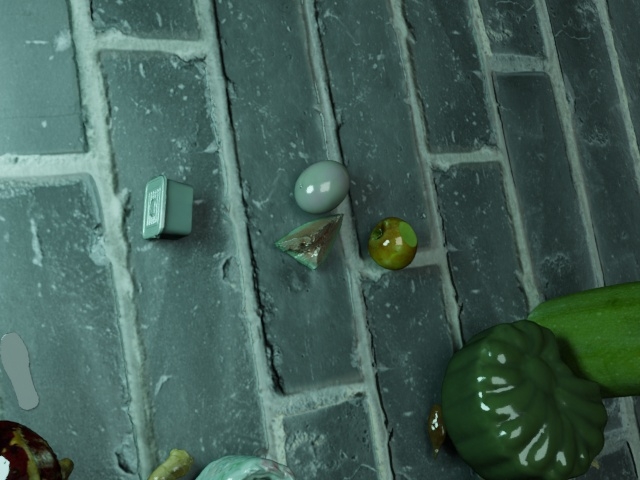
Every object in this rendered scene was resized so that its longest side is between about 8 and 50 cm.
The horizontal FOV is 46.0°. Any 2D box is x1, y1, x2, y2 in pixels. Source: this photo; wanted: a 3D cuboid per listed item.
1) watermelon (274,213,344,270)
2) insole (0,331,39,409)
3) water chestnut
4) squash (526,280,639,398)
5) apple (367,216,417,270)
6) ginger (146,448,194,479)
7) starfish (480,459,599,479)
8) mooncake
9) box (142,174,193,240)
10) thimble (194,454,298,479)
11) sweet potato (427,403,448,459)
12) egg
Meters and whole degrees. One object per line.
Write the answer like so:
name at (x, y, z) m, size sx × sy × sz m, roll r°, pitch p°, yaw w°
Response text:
watermelon at (-0.004, -0.001, 1.570) m, size 0.101 × 0.080 × 0.155 m, roll 58°, pitch 44°, yaw -16°
insole at (-0.510, 0.221, 1.278) m, size 0.045 × 0.002 × 0.135 m, roll -18°, pitch 88°, yaw -29°
water chestnut at (-0.494, 0.389, 1.132) m, size 0.238 × 0.224 × 0.223 m, roll -10°, pitch 84°, yaw -15°
squash at (0.685, 0.228, 1.714) m, size 0.263 × 0.384 × 0.263 m, roll 7°, pitch 74°, yaw -27°
apple at (0.157, 0.009, 1.636) m, size 0.102 × 0.099 × 0.114 m, roll 37°, pitch 39°, yaw -27°
ginger at (-0.275, 0.445, 1.321) m, size 0.096 × 0.067 × 0.165 m, roll 42°, pitch 61°, yaw 10°
starfish at (0.455, 0.533, 1.689) m, size 0.301 × 0.084 × 0.293 m, roll 42°, pitch 59°, yaw -7°
mooncake at (0.431, 0.350, 1.605) m, size 0.351 × 0.187 × 0.351 m, roll 10°, pitch 64°, yaw -22°
box at (-0.285, -0.057, 1.417) m, size 0.069 × 0.084 × 0.122 m, roll 10°, pitch 76°, yaw -35°
thimble at (-0.140, 0.486, 1.342) m, size 0.211 × 0.149 × 0.185 m, roll -36°, pitch 99°, yaw -30°
sweet potato at (0.253, 0.416, 1.632) m, size 0.049 × 0.049 × 0.117 m, roll 19°, pitch 70°, yaw -24°
egg at (0.005, -0.112, 1.573) m, size 0.135 × 0.103 × 0.103 m, roll -42°, pitch 101°, yaw -30°
